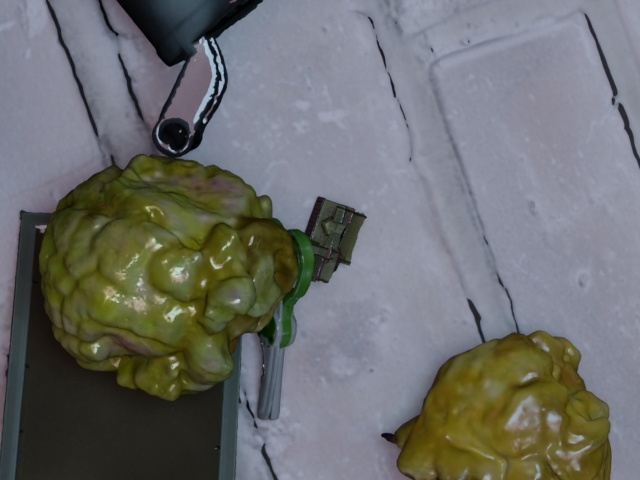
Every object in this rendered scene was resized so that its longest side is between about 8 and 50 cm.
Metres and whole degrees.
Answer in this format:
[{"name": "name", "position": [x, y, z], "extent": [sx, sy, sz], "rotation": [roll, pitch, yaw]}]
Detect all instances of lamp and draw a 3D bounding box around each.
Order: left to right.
[{"name": "lamp", "position": [-0.142, -0.304, 1.813], "extent": [0.272, 0.205, 0.374], "rotation": [33, 95, -1]}]

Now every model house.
[{"name": "model house", "position": [0.000, 0.000, 1.902], "extent": [0.058, 0.057, 0.083], "rotation": [20, 92, 34]}]

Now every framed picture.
[{"name": "framed picture", "position": [-0.191, 0.117, 1.865], "extent": [0.231, 0.018, 0.293], "rotation": [4, 71, -4]}]

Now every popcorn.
[{"name": "popcorn", "position": [-0.144, 0.038, 1.776], "extent": [0.259, 0.259, 0.212], "rotation": [15, 122, -5]}, {"name": "popcorn", "position": [0.187, 0.214, 1.863], "extent": [0.253, 0.191, 0.190], "rotation": [-48, 128, -1]}]

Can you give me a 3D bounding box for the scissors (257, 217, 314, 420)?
[{"name": "scissors", "position": [-0.044, 0.083, 1.889], "extent": [0.027, 0.101, 0.204], "rotation": [-5, 107, -30]}]
